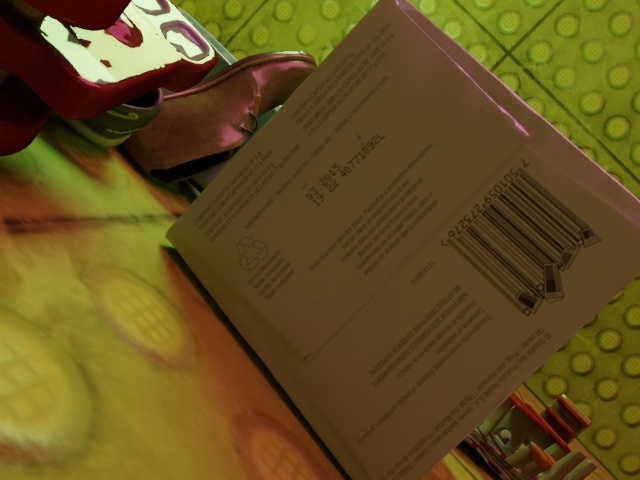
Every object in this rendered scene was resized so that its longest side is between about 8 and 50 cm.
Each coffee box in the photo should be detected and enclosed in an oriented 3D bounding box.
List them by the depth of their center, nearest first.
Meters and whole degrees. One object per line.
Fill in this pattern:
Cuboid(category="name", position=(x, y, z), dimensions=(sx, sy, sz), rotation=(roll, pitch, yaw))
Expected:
Cuboid(category="coffee box", position=(0.108, 0.016, 0.679), dimensions=(0.338, 0.337, 0.334), rotation=(47, 8, 17))

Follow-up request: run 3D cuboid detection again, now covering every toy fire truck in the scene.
Cuboid(category="toy fire truck", position=(-0.242, -0.226, 0.476), dimensions=(0.302, 0.169, 0.254), rotation=(45, 27, -8))

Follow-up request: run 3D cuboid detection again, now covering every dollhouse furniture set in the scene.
Cuboid(category="dollhouse furniture set", position=(0.344, 0.286, 0.984), dimensions=(0.259, 0.135, 0.262), rotation=(41, 7, -45))

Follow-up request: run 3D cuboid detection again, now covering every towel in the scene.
Cuboid(category="towel", position=(0.273, 0.331, 1.031), dimensions=(0.329, 0.037, 0.237), rotation=(45, 6, -17))

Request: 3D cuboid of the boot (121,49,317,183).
Cuboid(category="boot", position=(-0.115, -0.164, 0.794), dimensions=(0.115, 0.305, 0.112), rotation=(55, -28, 15))

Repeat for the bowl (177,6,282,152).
Cuboid(category="bowl", position=(-0.186, -0.239, 1.062), dimensions=(0.311, 0.163, 0.311), rotation=(44, 8, -8))

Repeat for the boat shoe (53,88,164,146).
Cuboid(category="boat shoe", position=(-0.290, -0.218, 0.588), dimensions=(0.305, 0.091, 0.109), rotation=(41, 51, -33))

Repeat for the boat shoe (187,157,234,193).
Cuboid(category="boat shoe", position=(-0.180, -0.121, 0.856), dimensions=(0.228, 0.080, 0.076), rotation=(38, -24, 26))
